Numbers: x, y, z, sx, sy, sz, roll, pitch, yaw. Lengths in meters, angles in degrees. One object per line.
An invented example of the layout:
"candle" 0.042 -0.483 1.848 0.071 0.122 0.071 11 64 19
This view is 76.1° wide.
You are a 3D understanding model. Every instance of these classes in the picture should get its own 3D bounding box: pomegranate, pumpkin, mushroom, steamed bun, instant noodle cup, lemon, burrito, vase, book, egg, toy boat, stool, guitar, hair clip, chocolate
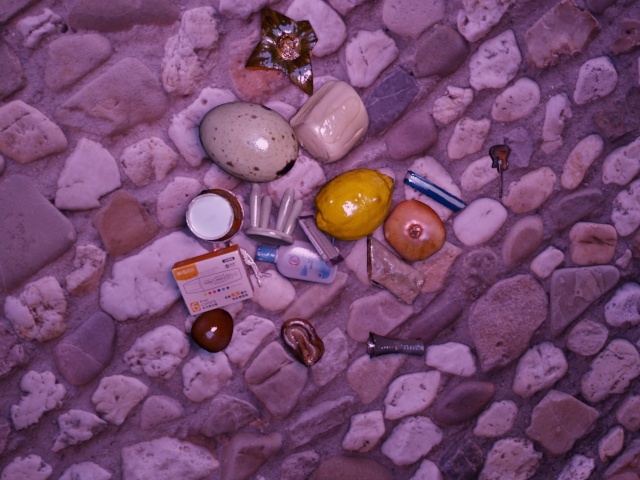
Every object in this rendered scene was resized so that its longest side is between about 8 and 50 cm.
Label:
"pomegranate" 0.378 -0.039 1.646 0.229 0.270 0.252 -38 91 6
"pumpkin" -0.128 -0.745 1.610 0.289 0.095 0.259 18 96 -5
"mushroom" -0.066 0.430 1.658 0.148 0.217 0.227 -42 98 -1
"steamed bun" 0.060 -0.446 1.603 0.272 0.273 0.290 37 94 -24
"instant noodle cup" -0.416 -0.094 1.589 0.229 0.182 0.231 -1 96 -6
"lemon" 0.134 -0.140 1.611 0.315 0.285 0.286 0 95 -13
"burrito" 0.293 0.129 1.738 0.347 0.107 0.175 38 76 -10
"vase" 0.327 0.458 1.771 0.237 0.115 0.116 6 94 -10
"book" -0.001 0.001 1.594 0.026 0.157 0.231 -38 83 20
"egg" -0.268 -0.366 1.532 0.378 0.287 0.288 12 94 4
"toy boat" 0.488 -0.202 1.735 0.299 0.096 0.062 27 102 -11
"stool" -0.178 -0.093 1.583 0.195 0.195 0.199 10 79 13
"guitar" 0.788 -0.304 1.794 0.088 0.025 0.234 -5 97 -7
"hair clip" -0.289 0.085 1.694 0.072 0.034 0.226 -37 98 -3
"chocolate" -0.424 0.355 1.641 0.176 0.177 0.177 -1 95 -7

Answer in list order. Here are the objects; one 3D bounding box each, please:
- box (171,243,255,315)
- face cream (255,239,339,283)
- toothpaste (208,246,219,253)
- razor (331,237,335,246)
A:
"box" -0.423 0.157 1.632 0.273 0.091 0.221 -18 110 -1
"face cream" -0.097 0.077 1.690 0.335 0.080 0.163 10 96 -4
"toothpaste" -0.491 0.094 1.674 0.190 0.031 0.048 -30 95 -6
"razor" 0.051 0.002 1.730 0.044 0.028 0.155 1 95 -7
